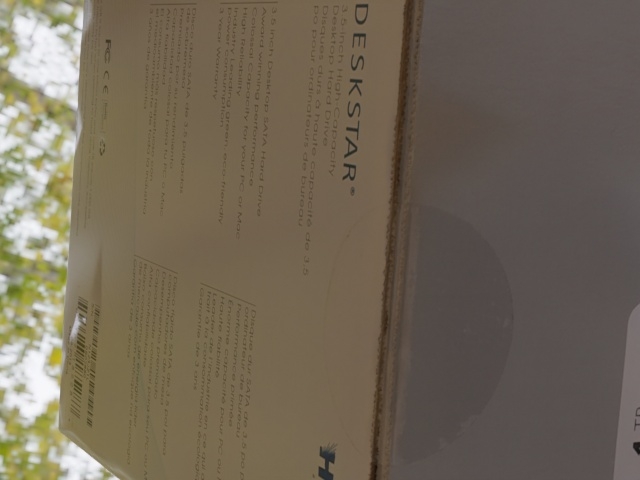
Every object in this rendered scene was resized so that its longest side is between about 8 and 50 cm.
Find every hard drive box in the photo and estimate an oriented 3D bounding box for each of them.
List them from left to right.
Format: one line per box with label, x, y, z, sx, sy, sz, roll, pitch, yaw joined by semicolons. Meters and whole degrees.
hard drive box;0.000;0.000;0.438;0.232;0.089;0.181;18;-75;62
